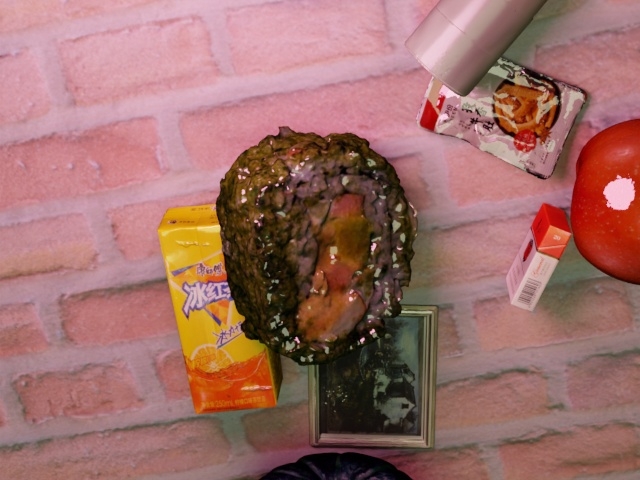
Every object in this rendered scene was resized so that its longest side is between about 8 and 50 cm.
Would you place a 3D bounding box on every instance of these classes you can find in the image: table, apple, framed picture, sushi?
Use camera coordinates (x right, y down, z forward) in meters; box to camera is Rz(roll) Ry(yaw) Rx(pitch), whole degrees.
[{"bbox_3d":[0.240,-0.335,1.697,0.126,0.126,0.220,37,108,-12],"label":"table"},{"bbox_3d":[0.493,-0.060,1.740,0.216,0.260,0.260,2,115,18],"label":"apple"},{"bbox_3d":[0.091,0.247,2.032,0.232,0.019,0.296,0,114,4],"label":"framed picture"},{"bbox_3d":[0.000,0.000,1.796,0.294,0.178,0.352,-16,114,-23],"label":"sushi"}]

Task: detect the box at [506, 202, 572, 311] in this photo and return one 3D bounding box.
[{"bbox_3d":[0.355,0.027,1.871,0.048,0.100,0.152,17,114,-6],"label":"box"}]

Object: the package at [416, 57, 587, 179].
[{"bbox_3d":[0.283,-0.207,1.808,0.239,0.030,0.154,22,103,0],"label":"package"}]

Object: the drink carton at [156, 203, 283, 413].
[{"bbox_3d":[-0.163,0.113,1.944,0.154,0.111,0.351,-6,112,6],"label":"drink carton"}]

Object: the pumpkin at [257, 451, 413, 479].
[{"bbox_3d":[0.031,0.534,1.978,0.363,0.363,0.266,5,120,2],"label":"pumpkin"}]
